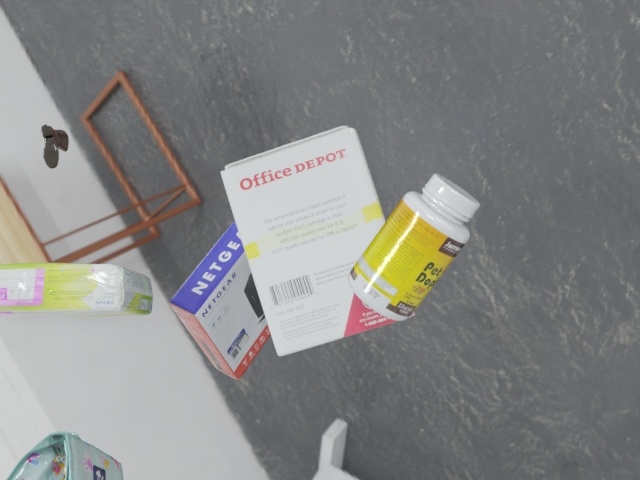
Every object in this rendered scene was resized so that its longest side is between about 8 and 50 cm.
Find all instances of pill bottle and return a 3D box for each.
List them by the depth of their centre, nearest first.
[{"bbox_3d":[0.144,0.008,1.054,0.117,0.117,0.215,38,106,14],"label":"pill bottle"}]

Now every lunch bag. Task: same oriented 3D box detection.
[{"bbox_3d":[-0.430,0.459,1.136,0.160,0.262,0.223,14,154,20],"label":"lunch bag"}]

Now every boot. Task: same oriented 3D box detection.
[{"bbox_3d":[-0.622,-0.217,1.646,0.037,0.114,0.106,-6,90,-2],"label":"boot"}]

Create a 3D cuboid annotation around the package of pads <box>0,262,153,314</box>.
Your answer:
[{"bbox_3d":[-0.521,0.106,1.443,0.296,0.229,0.101,-1,82,1],"label":"package of pads"}]

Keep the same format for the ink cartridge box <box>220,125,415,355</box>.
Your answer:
[{"bbox_3d":[0.000,0.000,1.391,0.279,0.160,0.385,-17,89,7],"label":"ink cartridge box"}]

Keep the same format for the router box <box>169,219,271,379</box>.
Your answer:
[{"bbox_3d":[-0.175,0.115,1.649,0.082,0.335,0.301,21,151,29],"label":"router box"}]
